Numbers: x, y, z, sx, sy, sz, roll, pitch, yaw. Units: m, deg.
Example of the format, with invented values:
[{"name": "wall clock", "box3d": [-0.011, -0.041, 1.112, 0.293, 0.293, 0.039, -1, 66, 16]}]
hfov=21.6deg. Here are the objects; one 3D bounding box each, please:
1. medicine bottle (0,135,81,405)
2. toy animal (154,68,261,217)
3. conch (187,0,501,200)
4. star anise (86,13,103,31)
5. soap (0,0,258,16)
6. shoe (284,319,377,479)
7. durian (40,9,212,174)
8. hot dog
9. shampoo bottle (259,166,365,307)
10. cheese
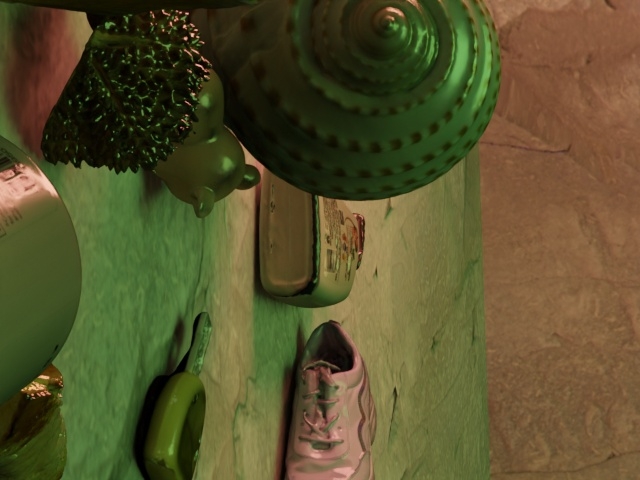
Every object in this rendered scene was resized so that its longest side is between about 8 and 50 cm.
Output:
[{"name": "medicine bottle", "box3d": [-0.229, 0.043, 0.749, 0.288, 0.157, 0.157, -44, 132, -70]}, {"name": "toy animal", "box3d": [-0.105, -0.087, 1.371, 0.089, 0.083, 0.150, 33, -29, 52]}, {"name": "conch", "box3d": [-0.006, -0.163, 1.455, 0.215, 0.319, 0.303, -37, 91, -32]}, {"name": "star anise", "box3d": [-0.147, -0.283, 1.154, 0.212, 0.129, 0.283, -28, 116, -51]}, {"name": "soap", "box3d": [-0.148, -0.171, 0.957, 0.233, 0.135, 0.076, -6, 96, -51]}, {"name": "shoe", "box3d": [0.006, 0.199, 1.789, 0.245, 0.095, 0.138, -75, 156, -54]}, {"name": "durian", "box3d": [-0.124, -0.105, 1.184, 0.148, 0.091, 0.188, -63, -179, 5]}, {"name": "hot dog", "box3d": [-0.198, 0.116, 1.052, 0.078, 0.061, 0.169, -44, 164, -26]}, {"name": "shampoo bottle", "box3d": [0.000, 0.000, 1.800, 0.284, 0.071, 0.153, 27, 62, -76]}, {"name": "cheese", "box3d": [-0.115, 0.133, 1.418, 0.086, 0.036, 0.162, 74, 22, -50]}]
